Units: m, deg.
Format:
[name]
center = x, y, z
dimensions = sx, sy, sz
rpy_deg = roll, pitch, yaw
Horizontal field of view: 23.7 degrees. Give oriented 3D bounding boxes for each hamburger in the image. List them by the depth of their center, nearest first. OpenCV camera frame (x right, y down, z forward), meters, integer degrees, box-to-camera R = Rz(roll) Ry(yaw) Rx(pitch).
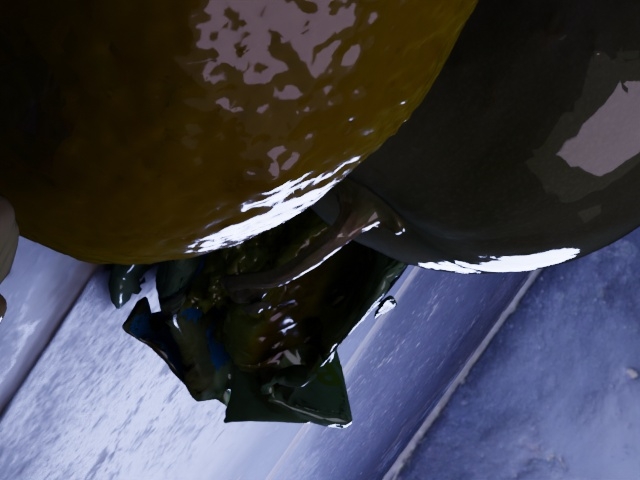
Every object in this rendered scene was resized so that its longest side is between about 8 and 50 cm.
[hamburger]
center = 0.000, 0.006, 0.971
dimensions = 0.260, 0.150, 0.276
rpy_deg = -54, 165, 1

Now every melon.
[melon]
center = 0.087, -0.123, 0.734
dimensions = 0.271, 0.272, 0.308
rpy_deg = 99, 1, -61

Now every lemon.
[lemon]
center = -0.050, -0.099, 0.471
dimensions = 0.204, 0.204, 0.260
rpy_deg = -37, 159, -47

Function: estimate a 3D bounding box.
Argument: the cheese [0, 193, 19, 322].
[cheese]
center = -0.221, 0.124, 0.531
dimensions = 0.384, 0.104, 0.384
rpy_deg = -58, 180, 0
